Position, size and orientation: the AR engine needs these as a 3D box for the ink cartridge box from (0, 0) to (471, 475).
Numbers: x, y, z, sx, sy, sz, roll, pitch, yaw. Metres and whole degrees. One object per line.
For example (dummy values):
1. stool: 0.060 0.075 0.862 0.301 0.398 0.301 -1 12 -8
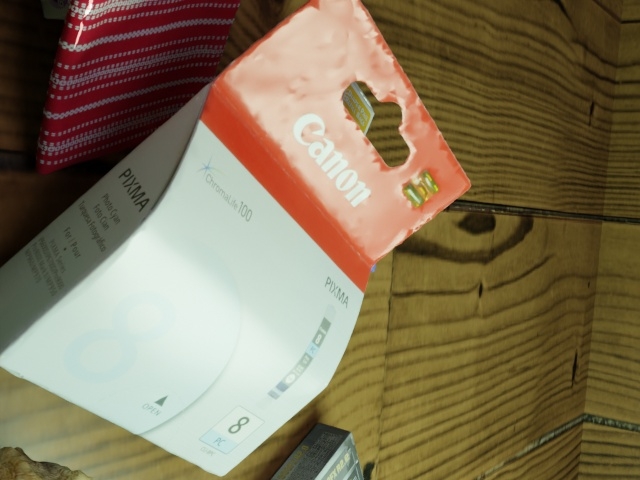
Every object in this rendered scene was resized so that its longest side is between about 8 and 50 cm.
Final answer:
1. ink cartridge box: -0.043 0.016 0.727 0.385 0.091 0.308 -40 138 3

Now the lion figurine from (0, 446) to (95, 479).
1. lion figurine: -0.300 0.242 0.525 0.392 0.142 0.240 -26 139 -40

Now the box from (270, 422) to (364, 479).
1. box: -0.023 0.368 1.016 0.231 0.056 0.183 -44 129 -44

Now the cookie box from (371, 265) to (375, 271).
1. cookie box: 0.000 0.000 0.944 0.092 0.107 0.040 34 67 -53

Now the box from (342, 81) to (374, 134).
1. box: -0.043 -0.083 0.860 0.103 0.114 0.203 47 60 -47

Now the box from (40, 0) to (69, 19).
1. box: -0.202 -0.337 0.631 0.067 0.063 0.324 -31 120 -49

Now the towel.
1. towel: -0.124 -0.185 0.671 0.199 0.031 0.275 -29 151 -53
